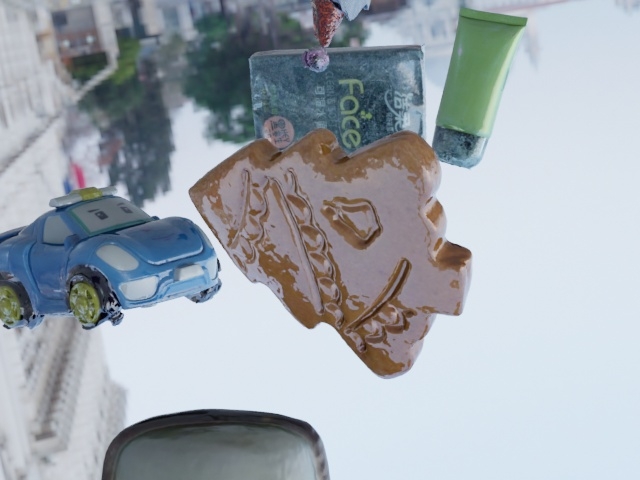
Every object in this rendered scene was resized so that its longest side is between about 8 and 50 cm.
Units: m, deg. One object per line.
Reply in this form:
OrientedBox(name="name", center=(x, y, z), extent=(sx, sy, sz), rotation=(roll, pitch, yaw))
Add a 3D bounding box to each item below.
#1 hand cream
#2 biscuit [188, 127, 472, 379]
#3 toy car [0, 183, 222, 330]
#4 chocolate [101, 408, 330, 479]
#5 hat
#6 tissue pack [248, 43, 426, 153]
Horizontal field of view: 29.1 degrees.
OrientedBox(name="hand cream", center=(0.171, -0.167, 1.368), extent=(0.095, 0.175, 0.046), rotation=(20, -174, 44))
OrientedBox(name="biscuit", center=(0.000, 0.000, 1.179), extent=(0.306, 0.284, 0.043), rotation=(19, -139, 24))
OrientedBox(name="toy car", center=(-0.262, 0.017, 1.487), extent=(0.314, 0.166, 0.198), rotation=(-4, -171, 44))
OrientedBox(name="chocolate", center=(-0.124, 0.272, 1.323), extent=(0.283, 0.186, 0.283), rotation=(-10, 176, -1))
OrientedBox(name="hat", center=(0.011, -0.351, 1.735), extent=(0.129, 0.227, 0.140), rotation=(8, 171, -3))
OrientedBox(name="tissue pack", center=(0.036, -0.236, 2.233), extent=(0.315, 0.228, 0.103), rotation=(-2, -163, 7))
